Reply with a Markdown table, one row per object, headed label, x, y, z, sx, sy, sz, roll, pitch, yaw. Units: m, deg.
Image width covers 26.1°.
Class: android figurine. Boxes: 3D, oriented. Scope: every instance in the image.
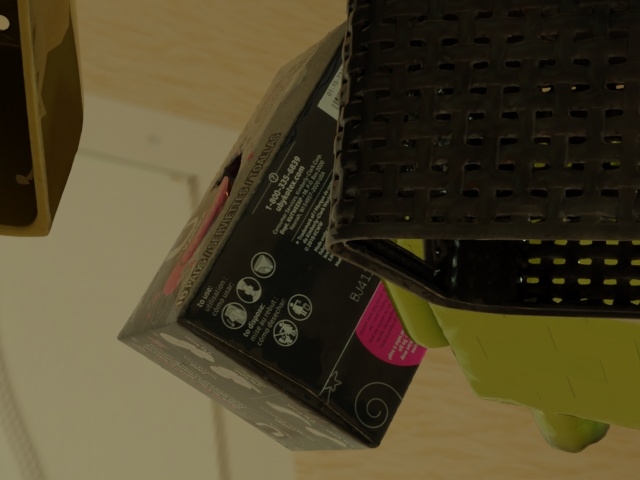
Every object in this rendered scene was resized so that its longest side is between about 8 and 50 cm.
| label | x | y | z | sx | sy | sz | roll | pitch | yaw |
| --- | --- | --- | --- | --- | --- | --- | --- | --- | --- |
| android figurine | 0.136 | 0.029 | 0.648 | 0.248 | 0.273 | 0.056 | 8 | -121 | 29 |

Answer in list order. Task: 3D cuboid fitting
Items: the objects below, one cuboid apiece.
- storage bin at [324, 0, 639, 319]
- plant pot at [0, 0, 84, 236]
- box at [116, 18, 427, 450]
| label | x | y | z | sx | sy | sz | roll | pitch | yaw |
| --- | --- | --- | --- | --- | --- | --- | --- | --- | --- |
| storage bin | 0.103 | -0.028 | 0.368 | 0.180 | 0.122 | 0.084 | 1 | -101 | 24 |
| plant pot | -0.107 | -0.060 | 0.396 | 0.083 | 0.081 | 0.081 | -76 | 170 | -56 |
| box | 0.000 | 0.000 | 0.948 | 0.247 | 0.163 | 0.142 | -61 | -164 | -21 |
